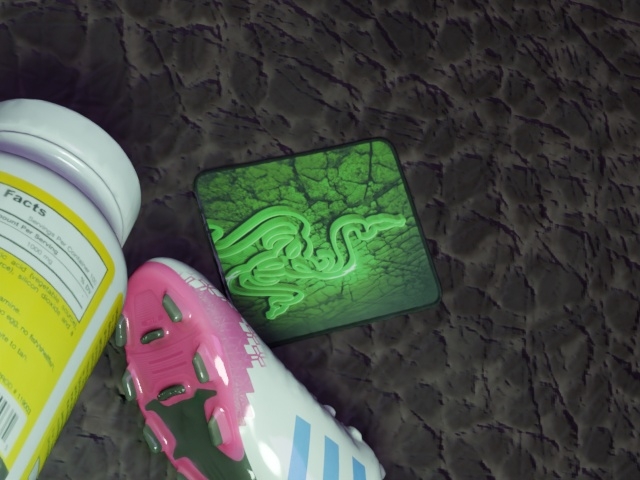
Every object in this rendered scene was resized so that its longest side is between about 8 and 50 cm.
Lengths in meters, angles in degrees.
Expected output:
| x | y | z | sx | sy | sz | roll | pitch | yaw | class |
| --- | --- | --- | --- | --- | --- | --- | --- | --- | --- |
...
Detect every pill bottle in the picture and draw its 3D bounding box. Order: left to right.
| x | y | z | sx | sy | sz | roll | pitch | yaw | class |
| --- | --- | --- | --- | --- | --- | --- | --- | --- | --- |
| -0.245 | 0.060 | 1.327 | 0.188 | 0.188 | 0.334 | 34 | 45 | -10 | pill bottle |

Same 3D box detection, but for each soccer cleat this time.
| x | y | z | sx | sy | sz | roll | pitch | yaw | class |
| --- | --- | --- | --- | --- | --- | --- | --- | --- | --- |
| -0.035 | 0.155 | 1.469 | 0.143 | 0.116 | 0.331 | -24 | 85 | -44 | soccer cleat |

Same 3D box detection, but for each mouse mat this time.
| x | y | z | sx | sy | sz | roll | pitch | yaw | class |
| --- | --- | --- | --- | --- | --- | --- | --- | --- | --- |
| 0.000 | 0.000 | 1.584 | 0.190 | 0.007 | 0.152 | -13 | 78 | -26 | mouse mat |
